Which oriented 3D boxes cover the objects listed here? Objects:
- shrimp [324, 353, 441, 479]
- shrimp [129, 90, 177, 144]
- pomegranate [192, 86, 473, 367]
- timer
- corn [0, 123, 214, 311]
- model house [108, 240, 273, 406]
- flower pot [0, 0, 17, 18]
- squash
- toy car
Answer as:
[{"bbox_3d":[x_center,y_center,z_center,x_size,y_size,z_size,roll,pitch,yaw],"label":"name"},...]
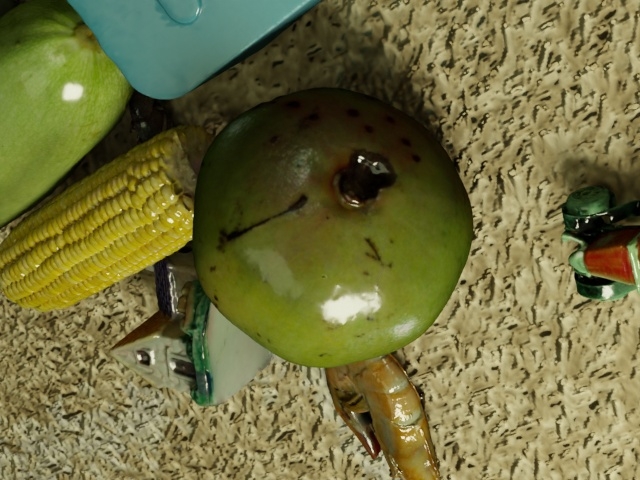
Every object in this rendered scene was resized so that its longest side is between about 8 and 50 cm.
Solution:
[{"bbox_3d":[0.043,0.140,1.308,0.095,0.045,0.162,-3,117,40],"label":"shrimp"},{"bbox_3d":[-0.114,-0.067,1.309,0.038,0.029,0.092,-19,108,43],"label":"shrimp"},{"bbox_3d":[0.008,0.007,1.171,0.179,0.179,0.210,23,149,25],"label":"pomegranate"},{"bbox_3d":[-0.075,-0.238,1.127,0.250,0.091,0.232,-35,93,42],"label":"timer"},{"bbox_3d":[-0.152,-0.010,1.308,0.248,0.081,0.081,-27,99,46],"label":"corn"},{"bbox_3d":[-0.100,0.054,1.335,0.100,0.088,0.101,15,122,30],"label":"model house"},{"bbox_3d":[-0.370,-0.177,1.325,0.239,0.189,0.209,27,132,23],"label":"flower pot"},{"bbox_3d":[-0.247,-0.068,1.357,0.118,0.118,0.370,51,140,-1],"label":"squash"},{"bbox_3d":[0.209,0.007,1.083,0.143,0.054,0.073,3,118,36],"label":"toy car"}]
